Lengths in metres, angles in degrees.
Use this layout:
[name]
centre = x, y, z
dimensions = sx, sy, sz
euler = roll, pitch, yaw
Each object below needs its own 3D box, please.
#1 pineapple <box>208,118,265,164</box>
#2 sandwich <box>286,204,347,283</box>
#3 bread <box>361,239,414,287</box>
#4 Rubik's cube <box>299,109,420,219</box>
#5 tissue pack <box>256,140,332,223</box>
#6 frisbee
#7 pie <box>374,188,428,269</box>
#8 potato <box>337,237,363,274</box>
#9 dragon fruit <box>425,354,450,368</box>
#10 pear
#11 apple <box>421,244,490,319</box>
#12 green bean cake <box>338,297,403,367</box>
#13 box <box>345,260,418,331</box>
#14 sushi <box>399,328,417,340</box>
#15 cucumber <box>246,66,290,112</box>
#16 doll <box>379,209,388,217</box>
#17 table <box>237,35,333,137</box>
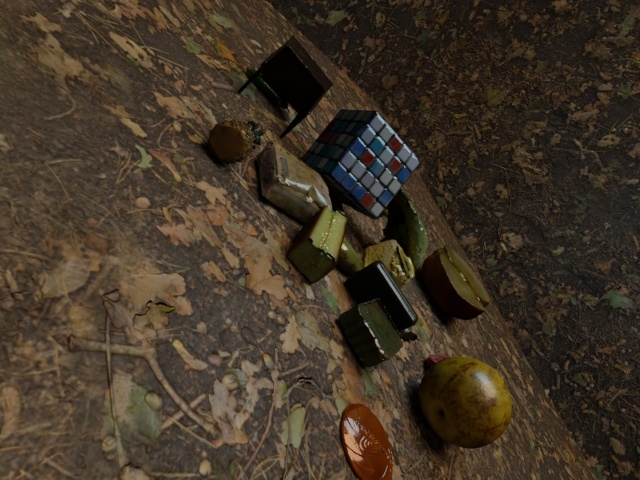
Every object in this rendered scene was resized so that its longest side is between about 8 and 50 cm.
[pineapple]
centre = -0.239, -0.303, 1.241
dimensions = 0.128, 0.128, 0.248
euler = 50, 19, -10
[sandwich]
centre = 0.000, 0.000, 1.248
dimensions = 0.122, 0.128, 0.235
euler = 42, 34, -12
[bread]
centre = 0.232, 0.102, 1.484
dimensions = 0.197, 0.171, 0.197
euler = 51, 26, -36
[Rubik's cube]
centre = 0.143, -0.296, 1.581
dimensions = 0.293, 0.287, 0.292
euler = 39, -1, -29
[tissue pack]
centre = -0.079, -0.180, 1.351
dimensions = 0.257, 0.123, 0.215
euler = 33, 31, -40
[frisbee]
centre = 0.119, 0.479, 0.983
dimensions = 0.192, 0.035, 0.192
euler = 40, 28, -27
[pie]
centre = 0.314, -0.021, 1.633
dimensions = 0.078, 0.371, 0.296
euler = -12, 35, -20
[potato]
centre = 0.077, 0.049, 1.389
dimensions = 0.188, 0.085, 0.105
euler = 46, 4, -25
[dragon fruit]
centre = 0.447, 0.486, 1.489
dimensions = 0.153, 0.153, 0.110
euler = 9, 91, -57
[pear]
centre = 0.441, 0.484, 1.264
dimensions = 0.281, 0.281, 0.280
euler = 41, 29, -28
[apple]
centre = 0.648, 0.201, 1.969
dimensions = 0.365, 0.295, 0.329
euler = 53, -12, 6
[green bean cake]
centre = 0.148, 0.269, 1.222
dimensions = 0.173, 0.094, 0.181
euler = 61, 26, 12
[box]
centre = 0.194, 0.190, 1.325
dimensions = 0.050, 0.160, 0.230
euler = -26, 81, -49
[sushi]
centre = 0.312, 0.337, 1.505
dimensions = 0.083, 0.044, 0.046
euler = 34, 10, -41
[cucumber]
centre = -0.214, -0.634, 1.751
dimensions = 0.250, 0.056, 0.056
euler = 39, 29, -24
[doll]
centre = 0.254, -0.177, 1.978
dimensions = 0.209, 0.097, 0.137
euler = 51, -14, -25
[table]
centre = -0.133, -0.600, 1.632
dimensions = 0.250, 0.196, 0.282
euler = 45, 44, -21
